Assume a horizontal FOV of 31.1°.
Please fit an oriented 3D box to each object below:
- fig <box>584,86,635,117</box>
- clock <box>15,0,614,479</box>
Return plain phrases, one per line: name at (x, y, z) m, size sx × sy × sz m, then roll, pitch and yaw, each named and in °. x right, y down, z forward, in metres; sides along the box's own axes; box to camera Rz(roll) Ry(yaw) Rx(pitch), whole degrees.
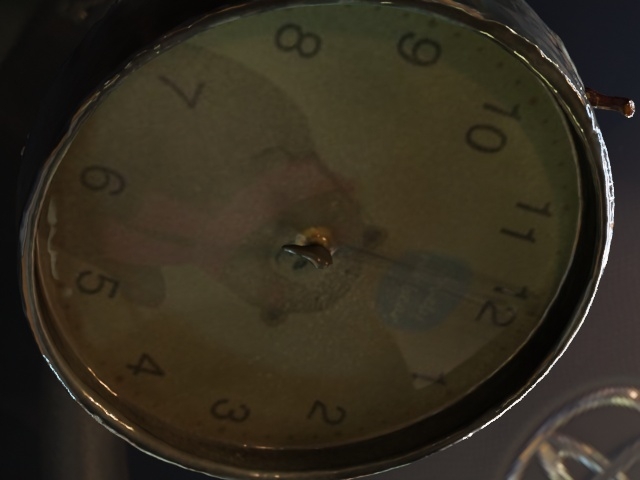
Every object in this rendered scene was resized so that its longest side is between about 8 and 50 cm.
fig at (0.130, -0.063, 0.814) m, size 0.128 × 0.128 × 0.150 m, roll -31°, pitch -177°, yaw -19°
clock at (0.000, 0.000, 0.532) m, size 0.280 × 0.055 × 0.281 m, roll -4°, pitch 124°, yaw -6°
